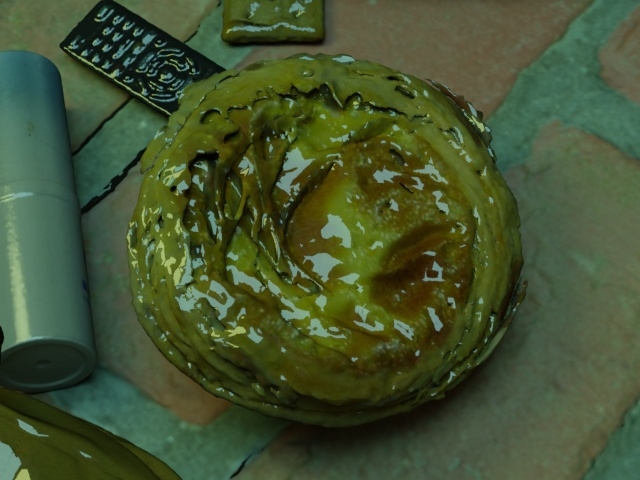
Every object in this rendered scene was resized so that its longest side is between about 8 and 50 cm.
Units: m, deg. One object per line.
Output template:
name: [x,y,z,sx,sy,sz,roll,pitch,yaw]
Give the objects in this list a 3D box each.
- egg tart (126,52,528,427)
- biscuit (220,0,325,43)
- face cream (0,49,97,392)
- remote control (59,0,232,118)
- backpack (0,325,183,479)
egg tart: [0.000,0.000,1.214,0.297,0.132,0.297,5,63,-9]
biscuit: [-0.037,-0.190,1.394,0.083,0.018,0.081,0,57,3]
face cream: [-0.210,-0.018,1.259,0.077,0.077,0.250,-10,59,-3]
remote control: [-0.095,-0.110,1.342,0.245,0.025,0.063,33,66,21]
backpack: [-0.212,0.233,1.028,0.378,0.201,0.354,14,63,15]
